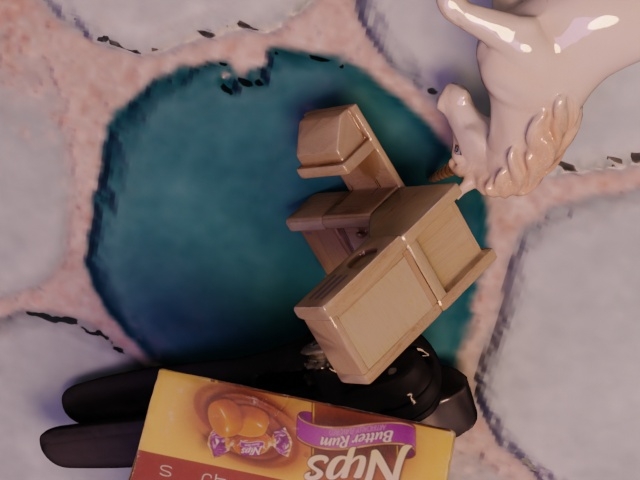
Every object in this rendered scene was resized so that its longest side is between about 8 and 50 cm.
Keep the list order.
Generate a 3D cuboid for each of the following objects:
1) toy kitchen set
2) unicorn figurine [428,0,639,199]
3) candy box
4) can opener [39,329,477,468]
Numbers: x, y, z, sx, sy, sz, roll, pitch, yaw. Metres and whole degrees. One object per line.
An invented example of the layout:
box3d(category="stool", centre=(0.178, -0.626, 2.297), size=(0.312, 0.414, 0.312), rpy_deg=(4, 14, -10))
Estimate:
box3d(category="toy kitchen set", centre=(0.000, 0.000, 0.599), size=(0.083, 0.075, 0.068), rpy_deg=(-3, 124, 54))
box3d(category="unicorn figurine", centre=(0.081, -0.075, 0.556), size=(0.162, 0.060, 0.111), rpy_deg=(-17, 113, 24))
box3d(category="candy box", centre=(-0.015, 0.118, 0.651), size=(0.109, 0.053, 0.187), rpy_deg=(12, 153, 1))
box3d(category="can opener", centre=(-0.033, 0.069, 0.674), size=(0.186, 0.059, 0.073), rpy_deg=(-10, 117, 20))
